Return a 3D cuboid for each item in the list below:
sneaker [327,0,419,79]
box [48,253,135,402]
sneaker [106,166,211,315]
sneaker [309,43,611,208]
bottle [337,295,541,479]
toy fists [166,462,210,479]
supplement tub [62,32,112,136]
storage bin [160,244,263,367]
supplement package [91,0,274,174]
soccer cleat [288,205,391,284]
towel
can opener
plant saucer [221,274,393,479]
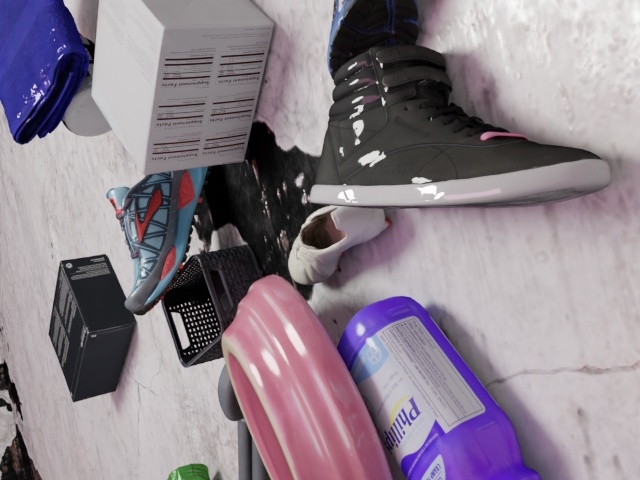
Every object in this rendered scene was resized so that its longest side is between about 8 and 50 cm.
[{"bbox_3d":[0.052,-0.241,0.731,0.087,0.083,0.221,-100,18,-48],"label":"sneaker"},{"bbox_3d":[-0.478,0.183,1.641,0.184,0.103,0.261,61,143,30],"label":"box"},{"bbox_3d":[-0.244,-0.025,1.106,0.104,0.125,0.261,-35,39,60],"label":"sneaker"},{"bbox_3d":[0.100,-0.100,0.666,0.296,0.105,0.146,4,91,49],"label":"sneaker"},{"bbox_3d":[0.119,0.185,0.731,0.282,0.092,0.118,55,146,32],"label":"bottle"},{"bbox_3d":[-0.210,0.501,1.339,0.279,0.096,0.142,110,146,-42],"label":"toy fists"},{"bbox_3d":[-0.427,-0.283,1.403,0.190,0.117,0.117,57,141,31],"label":"supplement tub"},{"bbox_3d":[-0.149,0.095,1.125,0.180,0.084,0.122,-41,65,53],"label":"storage bin"},{"bbox_3d":[-0.184,-0.227,1.015,0.194,0.149,0.203,52,139,35],"label":"supplement package"},{"bbox_3d":[0.000,0.000,0.872,0.196,0.076,0.068,-39,67,55],"label":"soccer cleat"},{"bbox_3d":[-0.480,-0.342,1.328,0.228,0.076,0.308,-43,62,33],"label":"towel"},{"bbox_3d":[-0.099,0.266,1.104,0.074,0.093,0.280,28,127,50],"label":"can opener"},{"bbox_3d":[-0.025,0.203,0.876,0.332,0.084,0.332,58,161,34],"label":"plant saucer"}]
